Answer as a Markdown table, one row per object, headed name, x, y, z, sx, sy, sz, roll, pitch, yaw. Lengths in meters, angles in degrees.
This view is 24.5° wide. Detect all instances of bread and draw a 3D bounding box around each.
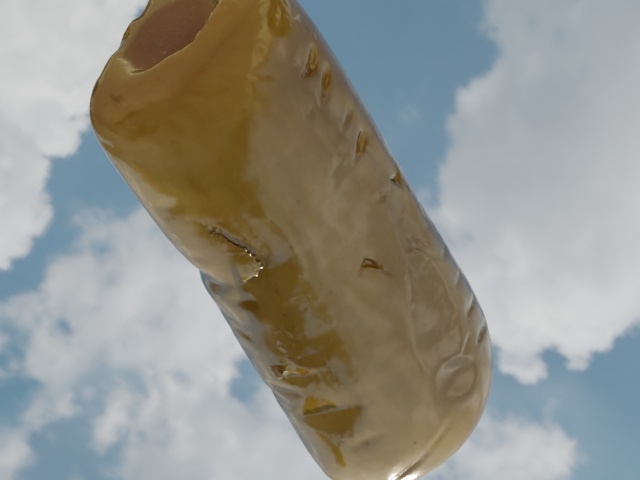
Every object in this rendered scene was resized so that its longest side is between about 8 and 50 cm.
| name | x | y | z | sx | sy | sz | roll | pitch | yaw |
| --- | --- | --- | --- | --- | --- | --- | --- | --- | --- |
| bread | 0.000 | 0.000 | 0.778 | 0.091 | 0.305 | 0.142 | -1 | -137 | 41 |
